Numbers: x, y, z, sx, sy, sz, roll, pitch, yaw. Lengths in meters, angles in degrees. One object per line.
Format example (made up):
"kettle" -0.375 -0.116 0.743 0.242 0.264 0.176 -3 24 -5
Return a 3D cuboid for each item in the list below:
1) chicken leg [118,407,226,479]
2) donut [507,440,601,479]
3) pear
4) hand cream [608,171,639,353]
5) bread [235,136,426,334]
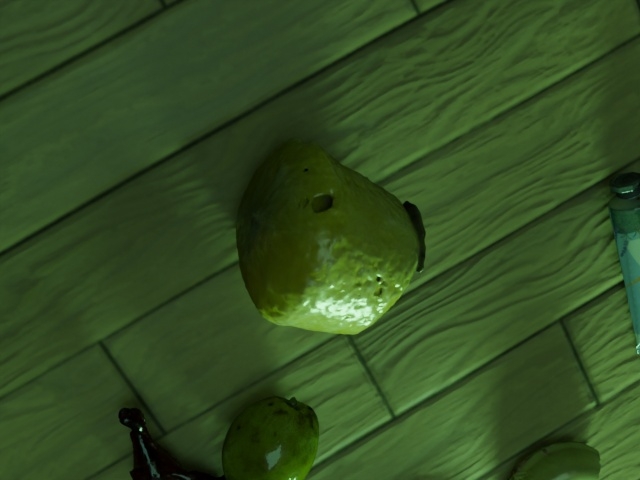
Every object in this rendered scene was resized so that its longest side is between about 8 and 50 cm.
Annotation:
"chicken leg" -0.170 0.283 0.911 0.219 0.048 0.089 42 89 -18
"donut" 0.305 0.343 1.021 0.108 0.065 0.166 21 98 -16
"pear" -0.059 0.243 0.900 0.107 0.107 0.131 26 85 -17
"hand cream" 0.421 0.031 0.986 0.088 0.055 0.256 -24 114 -2
"bread" 0.000 0.000 0.821 0.171 0.197 0.197 18 99 -29
